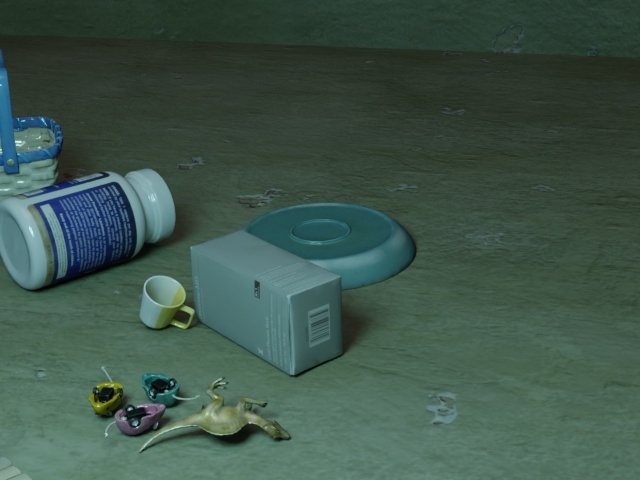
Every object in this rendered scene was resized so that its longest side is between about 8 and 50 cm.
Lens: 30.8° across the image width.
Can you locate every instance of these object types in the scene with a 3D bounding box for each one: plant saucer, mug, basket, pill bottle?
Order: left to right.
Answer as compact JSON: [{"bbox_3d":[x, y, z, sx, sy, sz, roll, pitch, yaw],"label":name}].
[{"bbox_3d":[-0.572,-0.189,2.119,0.201,0.289,0.255,-3,19,-15],"label":"basket"},{"bbox_3d":[-0.380,-0.027,1.893,0.264,0.153,0.153,-19,28,-34],"label":"pill bottle"},{"bbox_3d":[-0.230,0.100,1.689,0.062,0.064,0.078,-17,55,-42],"label":"mug"},{"bbox_3d":[0.000,0.000,1.935,0.317,0.044,0.317,-3,23,1],"label":"plant saucer"}]

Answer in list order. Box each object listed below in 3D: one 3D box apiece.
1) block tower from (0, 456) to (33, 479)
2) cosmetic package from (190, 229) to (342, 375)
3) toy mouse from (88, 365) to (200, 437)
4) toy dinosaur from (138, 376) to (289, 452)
[{"bbox_3d":[-0.425,0.216,1.186,0.335,0.097,0.091,24,29,37],"label":"block tower"},{"bbox_3d":[-0.078,0.082,1.640,0.107,0.127,0.238,-20,27,-37],"label":"cosmetic package"},{"bbox_3d":[-0.222,0.209,1.473,0.143,0.031,0.161,-2,23,3],"label":"toy mouse"},{"bbox_3d":[-0.130,0.214,1.426,0.183,0.053,0.093,-3,24,0],"label":"toy dinosaur"}]
